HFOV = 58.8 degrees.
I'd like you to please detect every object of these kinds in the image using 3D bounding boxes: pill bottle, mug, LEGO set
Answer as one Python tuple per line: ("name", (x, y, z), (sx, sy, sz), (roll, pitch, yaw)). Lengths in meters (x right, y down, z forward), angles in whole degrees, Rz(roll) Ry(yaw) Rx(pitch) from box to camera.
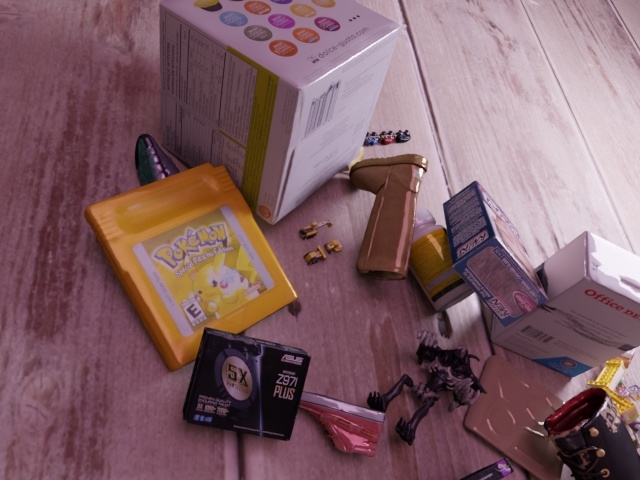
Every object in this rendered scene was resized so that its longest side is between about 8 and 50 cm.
("pill bottle", (0.252, 0.041, 1.258), (0.119, 0.119, 0.208), (-18, 67, -32))
("mug", (0.072, -0.199, 1.381), (0.078, 0.062, 0.064), (27, 59, 3))
("LEGO set", (0.670, 0.352, 1.246), (0.107, 0.132, 0.287), (63, 19, -12))

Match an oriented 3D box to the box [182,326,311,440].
("box", (-0.124, 0.239, 0.951), (0.180, 0.077, 0.147), (16, 84, -14))

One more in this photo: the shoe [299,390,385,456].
("shoe", (0.021, 0.323, 1.004), (0.178, 0.063, 0.081), (14, 79, 7))

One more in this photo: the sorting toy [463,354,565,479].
("sorting toy", (0.410, 0.364, 1.168), (0.208, 0.038, 0.193), (33, 51, 5))

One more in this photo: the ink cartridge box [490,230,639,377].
("ink cartridge box", (0.544, 0.145, 1.195), (0.223, 0.307, 0.129), (25, 52, -7))

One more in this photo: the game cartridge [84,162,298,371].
("game cartridge", (-0.228, 0.032, 1.054), (0.285, 0.052, 0.324), (-29, 88, -35))

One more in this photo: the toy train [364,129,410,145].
("toy train", (0.172, -0.268, 1.491), (0.158, 0.027, 0.036), (-9, 73, -29))

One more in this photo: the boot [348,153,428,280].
("boot", (0.121, -0.050, 1.256), (0.089, 0.236, 0.270), (23, 73, -31))

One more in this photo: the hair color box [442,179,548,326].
("hair color box", (0.362, 0.012, 1.217), (0.174, 0.105, 0.347), (47, 23, -12))

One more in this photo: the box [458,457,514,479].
("box", (0.245, 0.435, 0.994), (0.162, 0.116, 0.029), (-13, 62, -30))

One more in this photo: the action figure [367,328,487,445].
("action figure", (0.225, 0.264, 1.087), (0.275, 0.141, 0.164), (-31, 63, -34))

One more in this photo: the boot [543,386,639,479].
("boot", (0.504, 0.470, 1.031), (0.377, 0.138, 0.284), (-25, 85, -38))

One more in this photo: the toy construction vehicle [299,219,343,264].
("toy construction vehicle", (0.000, 0.000, 1.230), (0.098, 0.035, 0.086), (-17, 66, -31))

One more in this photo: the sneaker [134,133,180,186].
("sneaker", (-0.303, -0.116, 1.160), (0.098, 0.083, 0.224), (-14, 75, -41))

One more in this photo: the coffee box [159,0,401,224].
("coffee box", (-0.097, -0.315, 1.177), (0.334, 0.338, 0.337), (35, 50, 16))
